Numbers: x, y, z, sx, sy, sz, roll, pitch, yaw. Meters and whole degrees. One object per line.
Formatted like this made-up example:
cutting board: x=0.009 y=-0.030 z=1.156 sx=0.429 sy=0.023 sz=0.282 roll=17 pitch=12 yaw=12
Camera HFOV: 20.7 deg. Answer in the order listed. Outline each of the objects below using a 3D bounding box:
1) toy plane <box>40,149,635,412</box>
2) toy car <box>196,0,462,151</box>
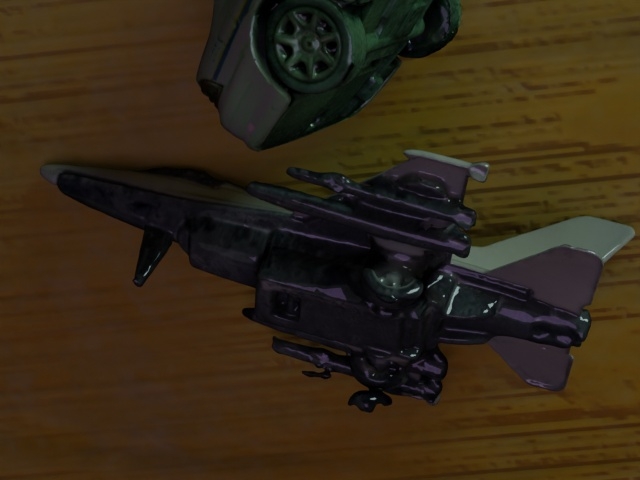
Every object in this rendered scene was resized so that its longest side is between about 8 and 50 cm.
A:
toy plane: x=0.003 y=0.014 z=0.663 sx=0.234 sy=0.082 sz=0.160 roll=6 pitch=144 yaw=1
toy car: x=0.029 y=-0.132 z=0.578 sx=0.076 sy=0.090 sz=0.224 roll=39 pitch=118 yaw=15
